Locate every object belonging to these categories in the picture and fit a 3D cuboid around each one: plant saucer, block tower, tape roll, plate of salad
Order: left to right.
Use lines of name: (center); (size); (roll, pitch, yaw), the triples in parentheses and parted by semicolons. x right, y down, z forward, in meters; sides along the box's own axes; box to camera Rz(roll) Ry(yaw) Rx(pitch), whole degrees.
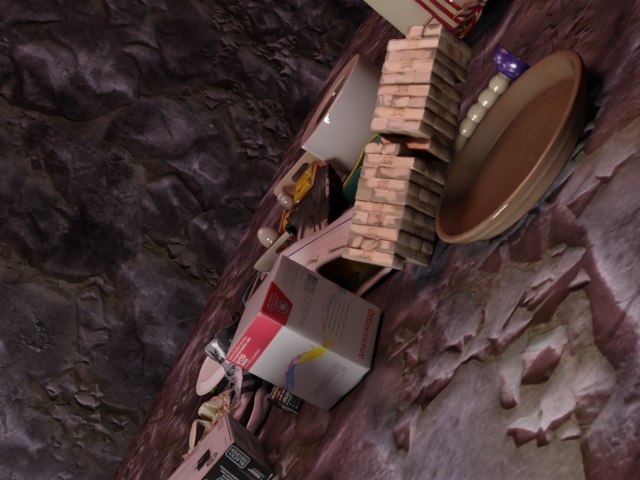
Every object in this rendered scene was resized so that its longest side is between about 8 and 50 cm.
plate of salad: (-0.260, 0.325, 2.036); (0.200, 0.048, 0.200); (-45, 21, 22)
tape roll: (0.088, -0.272, 1.735); (0.246, 0.169, 0.246); (-56, 12, 18)
block tower: (0.125, -0.125, 1.084); (0.091, 0.097, 0.336); (9, 83, 42)
plant saucer: (0.239, -0.109, 0.959); (0.278, 0.041, 0.278); (-56, 10, 16)

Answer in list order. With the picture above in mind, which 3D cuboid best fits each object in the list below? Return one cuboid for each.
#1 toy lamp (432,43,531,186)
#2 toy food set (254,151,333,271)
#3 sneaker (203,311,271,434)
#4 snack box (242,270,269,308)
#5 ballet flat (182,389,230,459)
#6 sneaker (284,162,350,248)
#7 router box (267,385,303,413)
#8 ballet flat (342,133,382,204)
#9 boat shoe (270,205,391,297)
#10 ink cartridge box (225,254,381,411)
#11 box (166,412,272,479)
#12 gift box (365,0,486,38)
toy lamp: (0.204, -0.153, 1.132); (0.275, 0.080, 0.080); (-57, 11, 18)
toy food set: (-0.071, -0.089, 1.871); (0.220, 0.092, 0.306); (-45, 24, 36)
sneaker: (-0.165, 0.263, 1.485); (0.101, 0.153, 0.269); (-47, 16, 48)
snack box: (-0.092, 0.044, 1.989); (0.322, 0.060, 0.187); (-59, 12, 1)
ballet flat: (-0.230, 0.390, 1.644); (0.091, 0.077, 0.241); (-54, 11, 30)
sneaker: (-0.012, -0.063, 1.637); (0.130, 0.109, 0.286); (-21, 31, 21)
router box: (-0.040, 0.230, 1.311); (0.122, 0.038, 0.092); (-62, 10, -15)
ballet flat: (0.118, -0.163, 1.580); (0.077, 0.077, 0.231); (-47, -3, -45)
boat shoe: (0.011, 0.080, 1.294); (0.367, 0.136, 0.156); (-34, 28, 44)
ink cartridge box: (-0.021, 0.136, 1.119); (0.127, 0.176, 0.128); (-54, 11, 39)
box: (-0.213, 0.439, 1.262); (0.290, 0.087, 0.169); (-48, 10, -6)
gift box: (0.230, -0.531, 1.538); (0.276, 0.258, 0.255); (-57, 8, -31)
